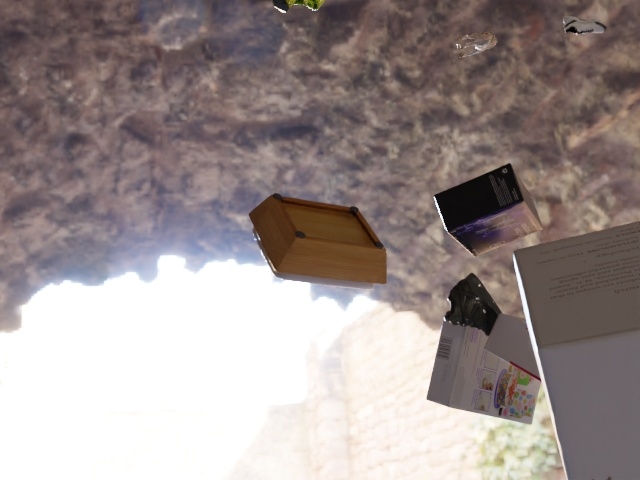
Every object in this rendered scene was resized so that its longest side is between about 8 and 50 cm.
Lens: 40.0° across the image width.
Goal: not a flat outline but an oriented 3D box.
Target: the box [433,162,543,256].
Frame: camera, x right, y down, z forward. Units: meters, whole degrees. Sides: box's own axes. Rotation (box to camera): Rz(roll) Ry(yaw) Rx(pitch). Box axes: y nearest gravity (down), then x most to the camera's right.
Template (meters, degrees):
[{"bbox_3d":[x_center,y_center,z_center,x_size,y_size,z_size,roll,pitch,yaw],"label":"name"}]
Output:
[{"bbox_3d":[0.392,-0.064,2.028,0.184,0.103,0.261,-21,-20,18],"label":"box"}]

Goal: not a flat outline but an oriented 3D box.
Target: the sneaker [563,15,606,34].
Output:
[{"bbox_3d":[0.669,-0.537,2.233,0.109,0.043,0.040,9,-28,9],"label":"sneaker"}]

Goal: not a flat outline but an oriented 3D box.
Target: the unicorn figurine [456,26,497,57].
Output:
[{"bbox_3d":[0.412,-0.515,2.286,0.111,0.060,0.162,-13,13,3],"label":"unicorn figurine"}]

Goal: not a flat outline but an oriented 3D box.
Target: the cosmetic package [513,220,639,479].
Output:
[{"bbox_3d":[0.549,0.198,1.555,0.328,0.329,0.393,-13,22,12],"label":"cosmetic package"}]

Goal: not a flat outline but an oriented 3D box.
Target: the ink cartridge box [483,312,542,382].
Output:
[{"bbox_3d":[0.525,0.258,2.053,0.237,0.100,0.172,15,11,-47],"label":"ink cartridge box"}]

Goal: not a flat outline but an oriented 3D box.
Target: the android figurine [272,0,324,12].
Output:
[{"bbox_3d":[-0.032,-0.630,1.908,0.056,0.272,0.248,16,-31,34],"label":"android figurine"}]

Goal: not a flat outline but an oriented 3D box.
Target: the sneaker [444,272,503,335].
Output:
[{"bbox_3d":[0.398,0.206,2.211,0.130,0.227,0.087,-37,-13,9],"label":"sneaker"}]

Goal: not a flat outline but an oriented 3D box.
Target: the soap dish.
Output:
[{"bbox_3d":[0.000,0.000,2.063,0.291,0.229,0.118,8,-58,-28],"label":"soap dish"}]

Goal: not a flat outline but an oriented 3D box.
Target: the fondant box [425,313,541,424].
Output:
[{"bbox_3d":[0.459,0.353,2.393,0.330,0.238,0.096,18,-7,-32],"label":"fondant box"}]
